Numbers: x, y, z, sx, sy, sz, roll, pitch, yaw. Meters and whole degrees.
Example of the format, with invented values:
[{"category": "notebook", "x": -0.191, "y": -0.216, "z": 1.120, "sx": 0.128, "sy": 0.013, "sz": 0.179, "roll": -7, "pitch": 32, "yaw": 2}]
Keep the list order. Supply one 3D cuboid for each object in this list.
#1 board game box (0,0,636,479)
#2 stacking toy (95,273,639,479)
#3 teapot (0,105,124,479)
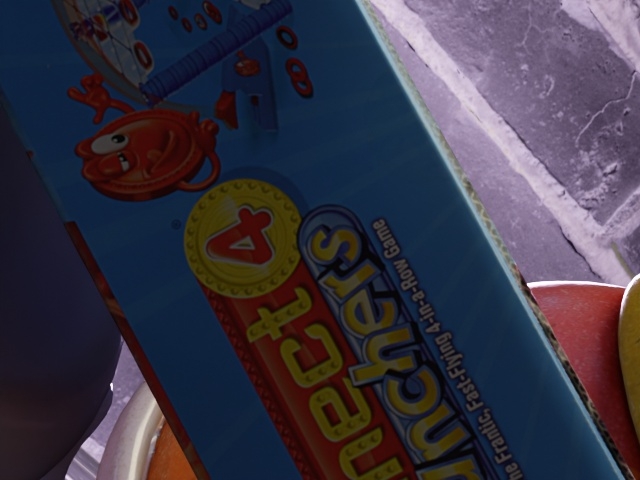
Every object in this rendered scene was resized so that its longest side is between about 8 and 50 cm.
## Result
[{"category": "board game box", "x": 0.000, "y": 0.000, "z": 0.546, "sx": 0.302, "sy": 0.086, "sz": 0.308, "roll": 62, "pitch": 3, "yaw": 6}, {"category": "stacking toy", "x": 0.168, "y": 0.109, "z": 0.787, "sx": 0.350, "sy": 0.480, "sz": 0.350, "roll": 41, "pitch": 30, "yaw": -30}, {"category": "teapot", "x": -0.184, "y": -0.004, "z": 0.489, "sx": 0.256, "sy": 0.187, "sz": 0.252, "roll": 65, "pitch": 18, "yaw": 16}]
